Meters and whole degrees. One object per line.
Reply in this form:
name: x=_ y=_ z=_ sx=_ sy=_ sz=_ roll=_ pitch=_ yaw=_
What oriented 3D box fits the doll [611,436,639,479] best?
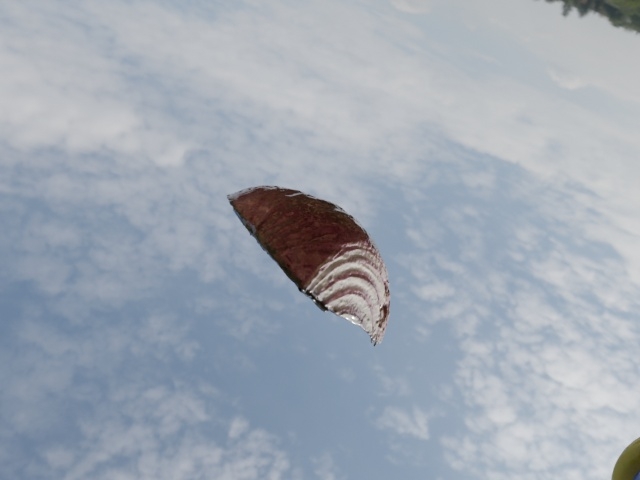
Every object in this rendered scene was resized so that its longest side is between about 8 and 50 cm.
doll: x=0.404 y=0.207 z=0.537 sx=0.242 sy=0.311 sz=0.159 roll=-3 pitch=-113 yaw=-38

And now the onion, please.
onion: x=0.000 y=0.000 z=0.867 sx=0.247 sy=0.111 sz=0.250 roll=49 pitch=-173 yaw=37
